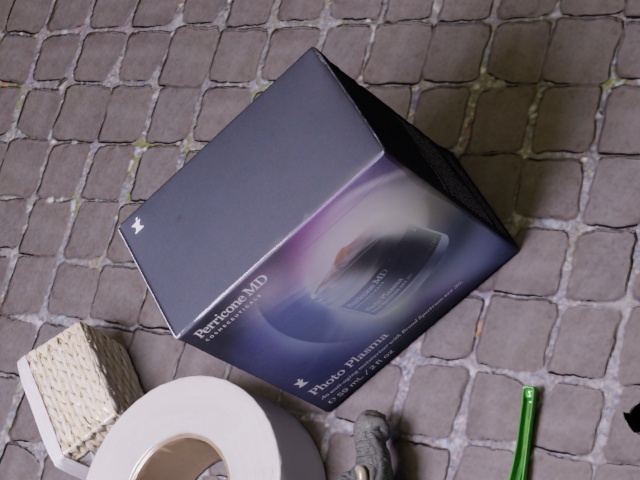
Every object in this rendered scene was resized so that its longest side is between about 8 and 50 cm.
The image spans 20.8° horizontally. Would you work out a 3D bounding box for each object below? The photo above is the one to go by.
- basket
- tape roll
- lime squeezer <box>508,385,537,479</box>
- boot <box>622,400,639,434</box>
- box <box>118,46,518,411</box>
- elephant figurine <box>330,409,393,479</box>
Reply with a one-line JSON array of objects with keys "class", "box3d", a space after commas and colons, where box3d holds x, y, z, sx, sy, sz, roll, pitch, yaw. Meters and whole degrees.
[{"class": "basket", "box3d": [-0.277, 0.196, 2.104, 0.103, 0.113, 0.167, -36, 53, 12]}, {"class": "tape roll", "box3d": [-0.135, 0.301, 1.959, 0.286, 0.100, 0.286, -15, 62, 30]}, {"class": "lime squeezer", "box3d": [0.168, 0.289, 1.752, 0.059, 0.110, 0.310, -18, 28, 44]}, {"class": "boot", "box3d": [0.392, 0.156, 1.621, 0.198, 0.137, 0.077, -31, 55, 20]}, {"class": "box", "box3d": [0.000, 0.000, 1.873, 0.296, 0.294, 0.183, -42, 51, 14]}, {"class": "elephant figurine", "box3d": [0.030, 0.321, 1.819, 0.239, 0.186, 0.169, -130, 34, -49]}]
